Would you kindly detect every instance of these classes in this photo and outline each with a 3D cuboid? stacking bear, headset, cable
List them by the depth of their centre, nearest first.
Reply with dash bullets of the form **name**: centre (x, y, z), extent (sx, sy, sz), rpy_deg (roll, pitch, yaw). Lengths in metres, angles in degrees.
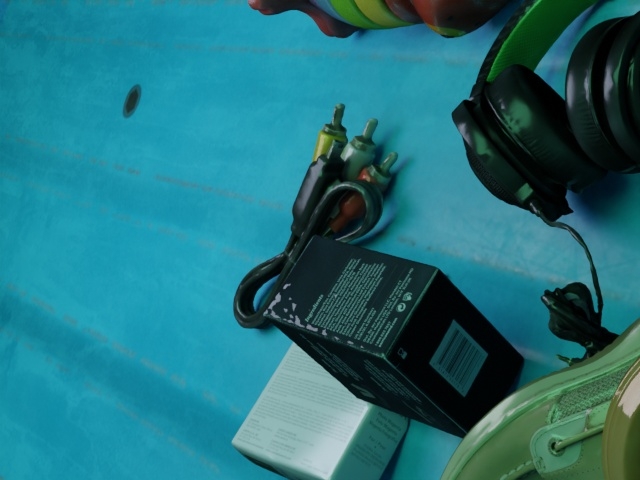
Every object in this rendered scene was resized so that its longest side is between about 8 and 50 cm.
- **headset**: centre (0.235, -0.082, 1.079), extent (0.243, 0.185, 0.394), rpy_deg (-25, 38, 43)
- **stacking bear**: centre (0.082, -0.287, 1.369), extent (0.289, 0.175, 0.164), rpy_deg (21, 98, 48)
- **cable**: centre (0.000, 0.000, 1.438), extent (0.139, 0.072, 0.287), rpy_deg (48, 126, 36)

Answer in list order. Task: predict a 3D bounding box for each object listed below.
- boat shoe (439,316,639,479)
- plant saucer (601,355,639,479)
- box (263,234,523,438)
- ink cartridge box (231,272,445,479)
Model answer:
- **boat shoe**: centre (0.214, 0.152, 0.954), extent (0.341, 0.121, 0.110), rpy_deg (-45, 39, 31)
- **plant saucer**: centre (0.276, 0.147, 0.845), extent (0.200, 0.037, 0.200), rpy_deg (4, 98, 28)
- **box**: centre (0.064, 0.084, 1.141), extent (0.158, 0.156, 0.093), rpy_deg (14, 67, 47)
- **ink cartridge box**: centre (0.030, 0.137, 1.317), extent (0.232, 0.066, 0.189), rpy_deg (-55, 29, -17)
